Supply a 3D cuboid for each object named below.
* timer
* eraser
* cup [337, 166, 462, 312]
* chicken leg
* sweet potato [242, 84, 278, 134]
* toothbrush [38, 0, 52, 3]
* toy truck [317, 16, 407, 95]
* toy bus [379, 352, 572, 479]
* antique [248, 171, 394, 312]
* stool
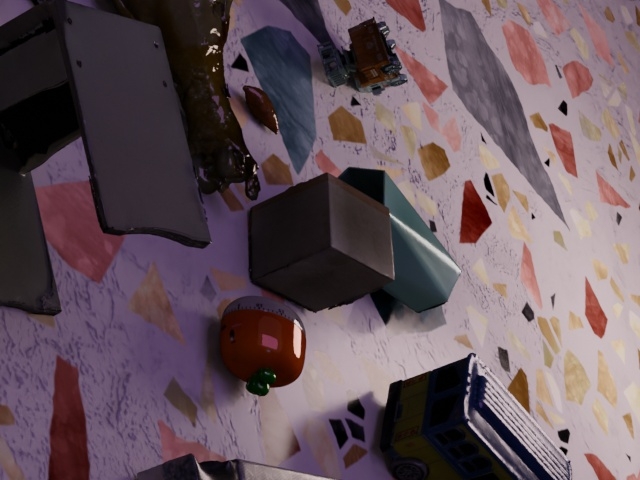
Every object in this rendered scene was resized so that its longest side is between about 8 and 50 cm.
[{"bbox_3d":[-0.076,0.144,1.970,0.136,0.099,0.136,18,61,-38],"label":"timer"},{"bbox_3d":[-0.050,0.334,1.872,0.404,0.096,0.098,21,53,-51],"label":"eraser"},{"bbox_3d":[0.108,0.009,2.310,0.236,0.134,0.148,41,41,-37],"label":"cup"},{"bbox_3d":[-0.179,-0.250,2.060,0.201,0.153,0.429,-17,91,-47],"label":"chicken leg"},{"bbox_3d":[-0.086,-0.194,2.248,0.095,0.034,0.034,57,30,-33],"label":"sweet potato"},{"bbox_3d":[-0.339,-0.459,2.045,0.042,0.040,0.418,65,18,-48],"label":"toothbrush"},{"bbox_3d":[0.071,-0.287,2.487,0.178,0.115,0.080,34,37,-76],"label":"toy truck"},{"bbox_3d":[0.231,0.316,2.241,0.287,0.175,0.138,47,34,-28],"label":"toy bus"},{"bbox_3d":[0.000,0.000,2.129,0.147,0.152,0.148,28,50,-44],"label":"antique"},{"bbox_3d":[-0.286,-0.084,1.654,0.170,0.244,0.269,8,63,-55],"label":"stool"}]
